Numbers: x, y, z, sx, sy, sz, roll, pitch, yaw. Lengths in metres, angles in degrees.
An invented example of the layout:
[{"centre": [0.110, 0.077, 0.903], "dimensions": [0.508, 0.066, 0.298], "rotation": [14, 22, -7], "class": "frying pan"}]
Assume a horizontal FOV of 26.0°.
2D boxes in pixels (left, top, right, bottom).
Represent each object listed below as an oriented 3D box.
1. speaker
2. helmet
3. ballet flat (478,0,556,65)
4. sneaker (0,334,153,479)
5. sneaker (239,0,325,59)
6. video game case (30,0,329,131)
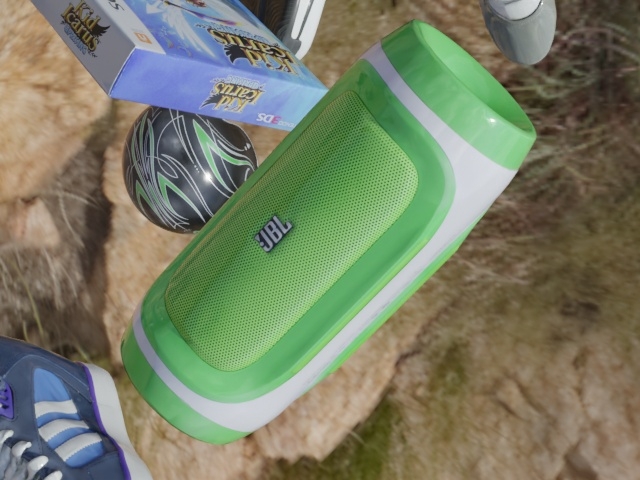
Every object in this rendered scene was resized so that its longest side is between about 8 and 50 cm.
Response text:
[{"centre": [0.000, 0.000, 0.908], "dimensions": [0.131, 0.131, 0.296], "rotation": [38, 109, -15], "class": "speaker"}, {"centre": [-0.174, -0.094, 1.762], "dimensions": [0.161, 0.169, 0.169], "rotation": [29, 88, -49], "class": "helmet"}, {"centre": [0.171, -0.269, 1.275], "dimensions": [0.072, 0.068, 0.213], "rotation": [-7, 88, 21], "class": "ballet flat"}, {"centre": [-0.286, 0.196, 1.211], "dimensions": [0.236, 0.323, 0.130], "rotation": [16, 115, -28], "class": "sneaker"}, {"centre": [0.060, -0.394, 1.731], "dimensions": [0.257, 0.169, 0.447], "rotation": [23, 71, -31], "class": "sneaker"}, {"centre": [-0.155, -0.217, 1.398], "dimensions": [0.269, 0.244, 0.061], "rotation": [6, 125, -48], "class": "video game case"}]
